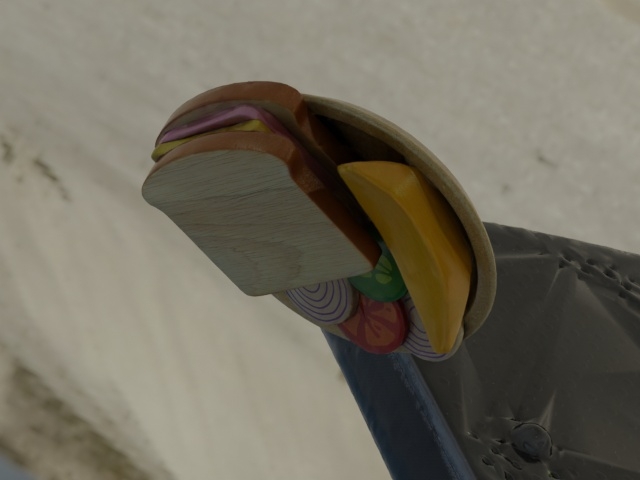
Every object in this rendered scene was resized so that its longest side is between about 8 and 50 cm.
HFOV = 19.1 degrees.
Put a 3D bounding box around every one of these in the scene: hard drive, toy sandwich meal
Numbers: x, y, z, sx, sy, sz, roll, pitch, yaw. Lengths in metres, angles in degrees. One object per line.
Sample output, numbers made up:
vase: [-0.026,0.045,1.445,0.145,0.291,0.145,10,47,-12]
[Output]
hard drive: [0.122,0.070,0.695,0.255,0.054,0.172,11,-146,-33]
toy sandwich meal: [0.000,0.000,0.428,0.085,0.029,0.085,22,141,19]
